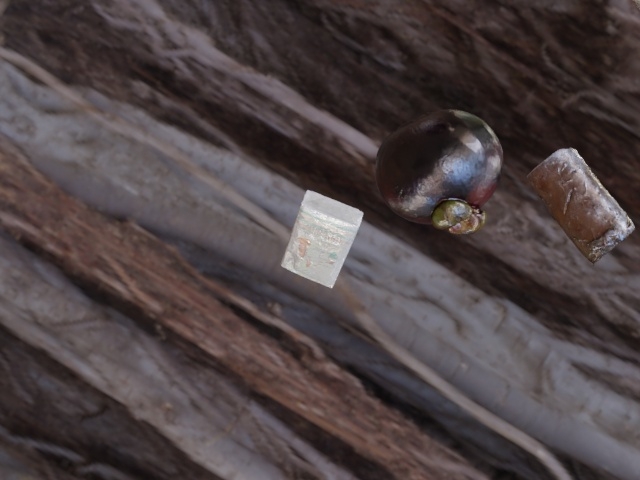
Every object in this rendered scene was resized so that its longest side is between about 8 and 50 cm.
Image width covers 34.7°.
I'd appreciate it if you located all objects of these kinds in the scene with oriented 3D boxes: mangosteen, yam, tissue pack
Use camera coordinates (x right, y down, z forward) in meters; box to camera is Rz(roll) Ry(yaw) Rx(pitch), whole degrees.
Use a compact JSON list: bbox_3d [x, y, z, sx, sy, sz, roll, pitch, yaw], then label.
[{"bbox_3d":[0.138,-0.073,1.159,0.152,0.152,0.152,-58,-175,8],"label":"mangosteen"},{"bbox_3d":[0.330,-0.046,1.292,0.079,0.141,0.079,-35,171,-6],"label":"yam"},{"bbox_3d":[0.000,0.000,0.918,0.108,0.056,0.023,113,1,-55],"label":"tissue pack"}]

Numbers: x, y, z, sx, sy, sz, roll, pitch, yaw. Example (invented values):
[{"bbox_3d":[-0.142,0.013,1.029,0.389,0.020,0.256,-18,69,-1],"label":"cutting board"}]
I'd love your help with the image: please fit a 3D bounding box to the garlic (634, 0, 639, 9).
[{"bbox_3d":[0.509,-0.394,1.394,0.228,0.227,0.152,129,-31,-57],"label":"garlic"}]
